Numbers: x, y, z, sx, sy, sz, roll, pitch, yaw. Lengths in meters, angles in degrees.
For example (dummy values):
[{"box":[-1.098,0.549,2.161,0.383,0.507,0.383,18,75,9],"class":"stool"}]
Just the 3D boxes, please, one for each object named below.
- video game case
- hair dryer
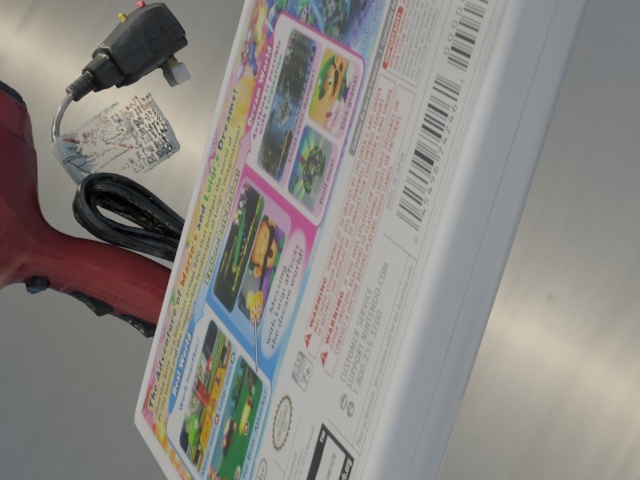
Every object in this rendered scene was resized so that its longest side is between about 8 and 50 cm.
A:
[{"box":[0.000,0.000,0.380,0.143,0.019,0.157,-138,61,-63],"class":"video game case"},{"box":[-0.123,0.005,0.834,0.293,0.223,0.080,-32,-10,-30],"class":"hair dryer"}]
